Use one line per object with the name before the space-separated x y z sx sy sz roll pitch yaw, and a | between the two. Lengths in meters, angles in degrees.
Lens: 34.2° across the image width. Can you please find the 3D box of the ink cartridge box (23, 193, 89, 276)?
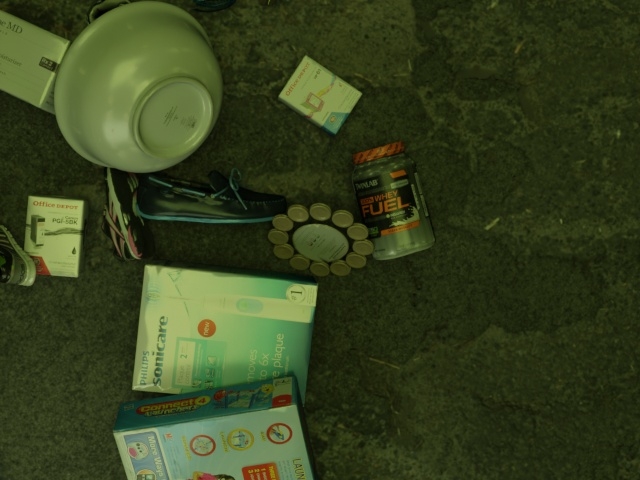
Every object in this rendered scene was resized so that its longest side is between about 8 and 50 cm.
ink cartridge box | -0.456 -0.009 1.793 0.099 0.056 0.135 4 93 -4

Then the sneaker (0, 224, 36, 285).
sneaker | -0.553 0.019 1.751 0.170 0.074 0.063 38 109 26

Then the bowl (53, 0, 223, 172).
bowl | -0.267 -0.222 1.677 0.297 0.134 0.298 -23 133 -26

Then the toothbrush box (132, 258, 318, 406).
toothbrush box | -0.163 0.155 1.789 0.295 0.126 0.217 7 93 -3

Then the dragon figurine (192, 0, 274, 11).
dragon figurine | -0.189 -0.442 1.779 0.289 0.085 0.144 -20 94 -4

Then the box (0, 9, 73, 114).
box | -0.489 -0.295 1.708 0.180 0.182 0.119 24 91 2

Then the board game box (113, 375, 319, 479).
board game box | -0.160 0.398 1.751 0.301 0.086 0.308 -9 115 3

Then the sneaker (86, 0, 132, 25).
sneaker | -0.286 -0.330 1.740 0.226 0.163 0.086 24 89 -6

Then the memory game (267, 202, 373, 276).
memory game | 0.000 0.000 1.788 0.186 0.186 0.012 17 49 -5

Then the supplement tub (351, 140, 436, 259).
supplement tub | 0.123 -0.070 1.804 0.117 0.117 0.191 -17 93 -3

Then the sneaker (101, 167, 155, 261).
sneaker | -0.351 -0.045 1.796 0.077 0.072 0.178 -20 78 30

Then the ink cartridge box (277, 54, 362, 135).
ink cartridge box | -0.003 -0.253 1.819 0.122 0.052 0.089 33 90 -4

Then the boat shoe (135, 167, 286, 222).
boat shoe | -0.182 -0.078 1.771 0.258 0.109 0.089 0 100 -16
